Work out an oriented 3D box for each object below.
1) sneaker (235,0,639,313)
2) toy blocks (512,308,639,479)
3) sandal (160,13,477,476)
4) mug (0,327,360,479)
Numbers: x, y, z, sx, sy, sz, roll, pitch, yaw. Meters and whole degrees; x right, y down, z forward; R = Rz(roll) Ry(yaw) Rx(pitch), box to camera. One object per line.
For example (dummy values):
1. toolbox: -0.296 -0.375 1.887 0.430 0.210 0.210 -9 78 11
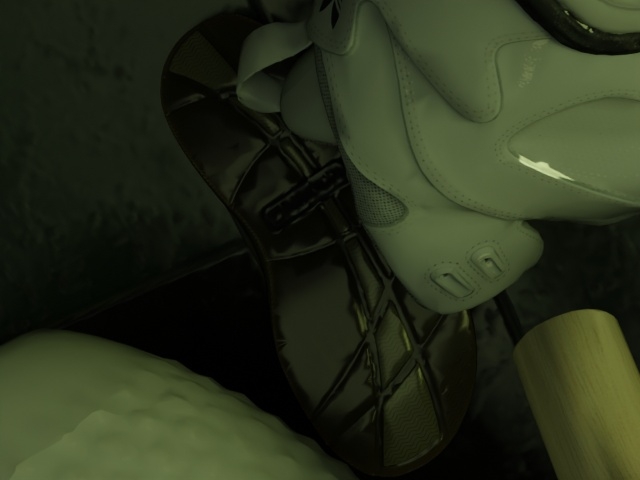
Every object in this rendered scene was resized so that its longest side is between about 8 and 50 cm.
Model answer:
1. sneaker: 0.148 -0.054 0.746 0.366 0.137 0.210 24 137 -27
2. toy blocks: 0.265 0.142 0.664 0.309 0.288 0.260 -23 56 8
3. sandal: 0.000 0.000 0.815 0.090 0.060 0.219 -33 84 5
4. mug: -0.095 0.242 0.769 0.328 0.276 0.374 46 110 6
